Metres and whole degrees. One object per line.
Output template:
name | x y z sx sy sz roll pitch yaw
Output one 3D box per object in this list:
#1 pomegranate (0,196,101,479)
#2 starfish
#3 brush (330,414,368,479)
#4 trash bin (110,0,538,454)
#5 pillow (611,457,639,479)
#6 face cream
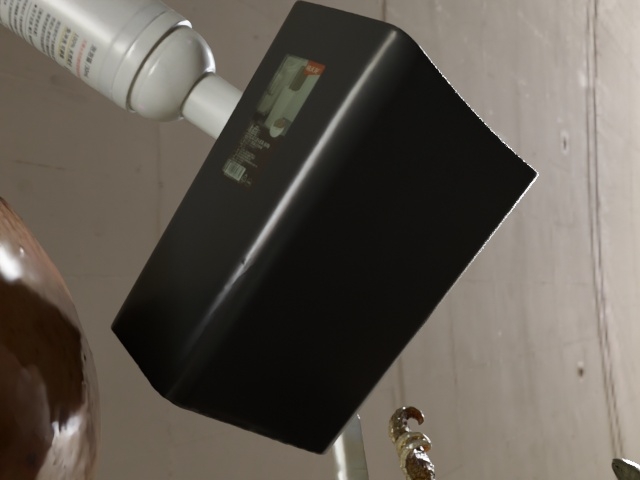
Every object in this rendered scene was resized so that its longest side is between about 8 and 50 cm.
pomegranate | -0.274 0.089 0.364 0.322 0.322 0.322 0 -90 -58
starfish | 0.199 0.479 1.461 0.312 0.113 0.303 -61 -47 -73
brush | 0.035 0.278 1.334 0.050 0.060 0.321 78 -176 -70
trash bin | 0.000 0.000 0.464 0.165 0.115 0.225 32 -88 -43
pillow | 0.477 0.367 0.990 0.093 0.241 0.051 28 -84 -15
face cream | -0.229 -0.240 0.962 0.145 0.369 0.145 -56 0 1
